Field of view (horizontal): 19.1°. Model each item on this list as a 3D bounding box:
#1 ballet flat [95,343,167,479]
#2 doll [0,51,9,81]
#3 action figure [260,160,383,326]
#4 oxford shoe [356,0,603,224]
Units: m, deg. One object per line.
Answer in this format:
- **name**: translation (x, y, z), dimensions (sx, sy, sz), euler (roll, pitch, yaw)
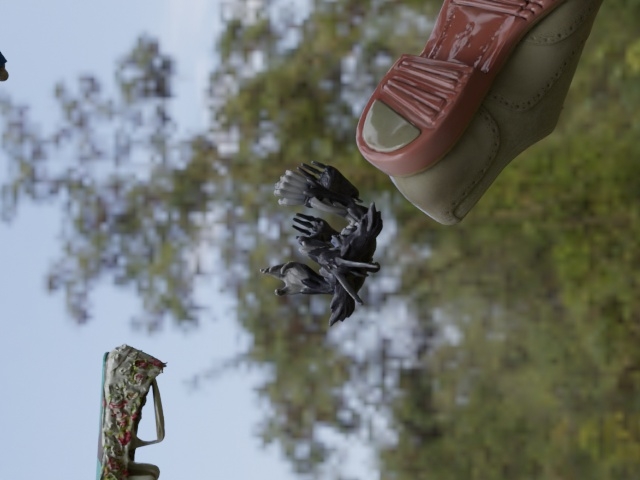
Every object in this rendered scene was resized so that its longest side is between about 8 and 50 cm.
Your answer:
- **ballet flat**: translation (-0.217, 0.238, 2.164), dimensions (0.091, 0.077, 0.241), euler (-75, -9, -79)
- **doll**: translation (-0.399, -0.188, 2.090), dimensions (0.129, 0.046, 0.189), euler (22, -110, -44)
- **action figure**: translation (0.000, 0.000, 2.309), dimensions (0.276, 0.141, 0.164), euler (-105, 27, -73)
- **oxford shoe**: translation (0.197, -0.192, 1.885), dimensions (0.397, 0.140, 0.146), euler (-49, -51, -10)
